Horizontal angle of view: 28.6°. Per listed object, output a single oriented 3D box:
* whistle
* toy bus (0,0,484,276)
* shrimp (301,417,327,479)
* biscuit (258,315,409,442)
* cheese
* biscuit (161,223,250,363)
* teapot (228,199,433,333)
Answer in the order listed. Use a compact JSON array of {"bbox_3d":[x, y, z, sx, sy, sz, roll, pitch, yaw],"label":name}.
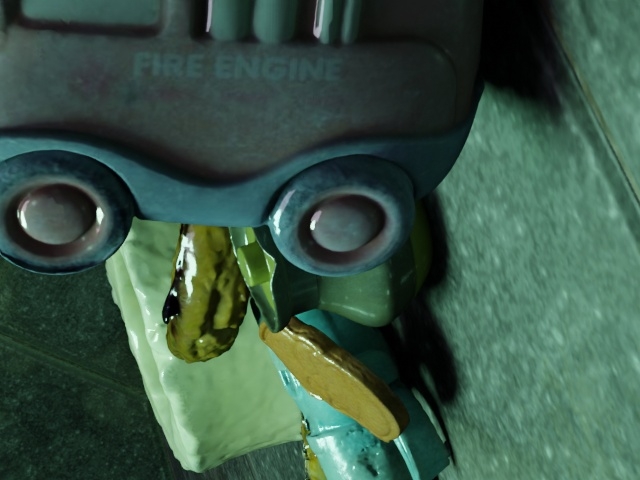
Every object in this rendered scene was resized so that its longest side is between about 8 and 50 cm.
[{"bbox_3d":[0.021,0.124,0.995,0.274,0.093,0.186,69,163,-1],"label":"whistle"},{"bbox_3d":[-0.058,-0.130,0.600,0.197,0.294,0.232,-99,15,-50],"label":"toy bus"},{"bbox_3d":[0.003,0.218,1.294,0.095,0.045,0.162,-93,-7,-50],"label":"shrimp"},{"bbox_3d":[0.007,0.096,0.887,0.130,0.019,0.102,34,158,21],"label":"biscuit"},{"bbox_3d":[-0.132,0.075,1.373,0.292,0.153,0.332,-126,21,-50],"label":"cheese"},{"bbox_3d":[-0.075,-0.043,1.024,0.296,0.075,0.296,-170,90,-82],"label":"biscuit"},{"bbox_3d":[0.000,0.000,0.852,0.165,0.119,0.130,-173,66,-75],"label":"teapot"}]
